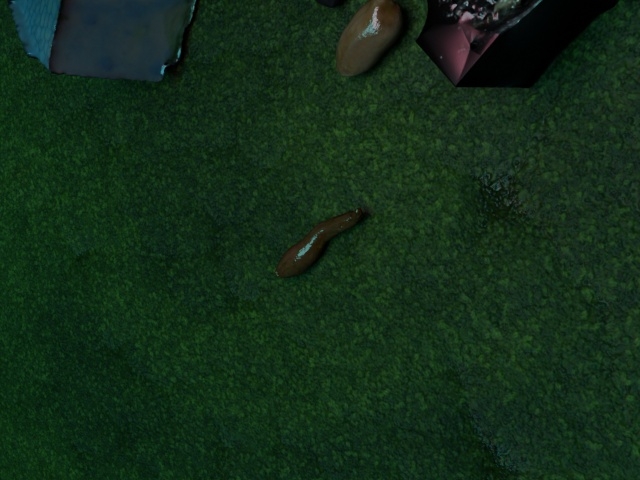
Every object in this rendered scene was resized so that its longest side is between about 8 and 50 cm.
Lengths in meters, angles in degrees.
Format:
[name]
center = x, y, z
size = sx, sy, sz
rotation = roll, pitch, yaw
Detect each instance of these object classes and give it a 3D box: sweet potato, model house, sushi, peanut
[sweet potato]
center = 0.000, 0.000, 1.429
size = 0.214, 0.050, 0.050
rotation = -40, 74, 31
[model house]
center = -0.406, -0.435, 1.541
size = 0.241, 0.261, 0.226
rotation = 36, 118, 41
[sushi]
center = 0.239, -0.341, 1.076
size = 0.212, 0.215, 0.227
rotation = 52, 125, 18
[peanut]
center = 0.071, -0.313, 1.300
size = 0.152, 0.076, 0.076
rotation = -46, 71, 39

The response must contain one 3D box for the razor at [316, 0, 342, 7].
[razor]
center = 0.019, -0.449, 1.325
size = 0.090, 0.054, 0.148
rotation = 36, 119, 23
